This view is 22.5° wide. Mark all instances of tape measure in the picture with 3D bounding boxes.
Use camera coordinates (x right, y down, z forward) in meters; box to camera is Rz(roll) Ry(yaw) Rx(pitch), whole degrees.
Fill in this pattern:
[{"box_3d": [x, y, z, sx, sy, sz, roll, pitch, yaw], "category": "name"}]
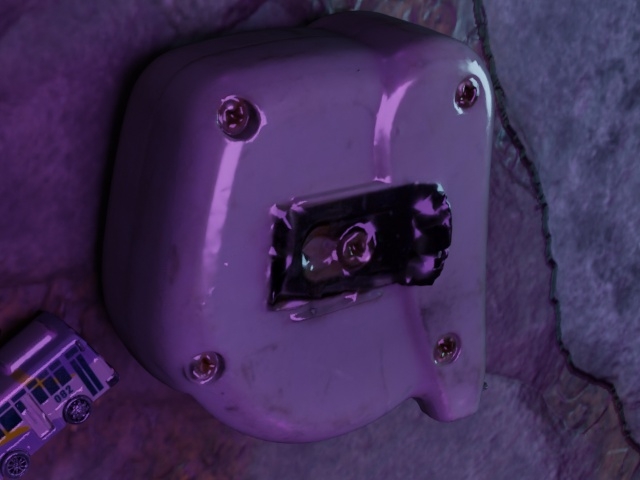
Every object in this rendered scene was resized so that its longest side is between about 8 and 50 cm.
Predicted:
[{"box_3d": [0.000, 0.000, 0.987, 0.265, 0.130, 0.258, -14, 117, -32], "category": "tape measure"}]

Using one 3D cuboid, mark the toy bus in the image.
[{"box_3d": [-0.175, 0.090, 0.938, 0.102, 0.052, 0.058, -41, 128, -15], "category": "toy bus"}]
